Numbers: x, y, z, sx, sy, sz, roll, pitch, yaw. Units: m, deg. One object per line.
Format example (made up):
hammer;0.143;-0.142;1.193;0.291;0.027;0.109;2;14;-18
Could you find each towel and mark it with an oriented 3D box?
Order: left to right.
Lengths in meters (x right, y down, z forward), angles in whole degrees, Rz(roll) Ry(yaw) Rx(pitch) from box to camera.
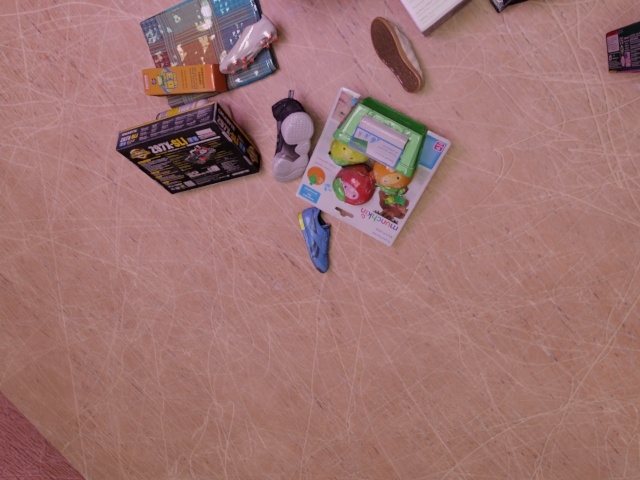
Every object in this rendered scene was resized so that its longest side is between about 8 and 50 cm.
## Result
towel;-0.324;-0.560;1.385;0.370;0.040;0.272;-13;103;19

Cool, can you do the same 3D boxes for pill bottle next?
pill bottle;-0.376;-0.346;1.426;0.214;0.117;0.117;-11;104;18

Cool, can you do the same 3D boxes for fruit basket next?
fruit basket;0.127;-0.189;1.320;0.327;0.165;0.353;29;116;4

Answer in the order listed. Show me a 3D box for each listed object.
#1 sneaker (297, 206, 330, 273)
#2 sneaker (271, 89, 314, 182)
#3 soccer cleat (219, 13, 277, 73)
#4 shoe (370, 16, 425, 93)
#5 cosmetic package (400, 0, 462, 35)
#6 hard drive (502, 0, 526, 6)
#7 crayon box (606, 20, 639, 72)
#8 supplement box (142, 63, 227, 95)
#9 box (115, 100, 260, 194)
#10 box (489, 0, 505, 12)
sneaker;0.000;0.000;1.465;0.082;0.069;0.209;-14;103;15
sneaker;-0.089;-0.296;1.377;0.101;0.153;0.269;-4;147;-19
soccer cleat;-0.202;-0.529;1.309;0.196;0.068;0.076;-31;82;22
shoe;0.205;-0.487;1.263;0.076;0.058;0.219;-27;96;52
cosmetic package;0.258;-0.616;1.150;0.151;0.151;0.184;-34;95;22
hard drive;0.553;-0.687;1.056;0.338;0.064;0.237;-15;99;8
crayon box;0.796;-0.422;0.953;0.313;0.363;0.106;-9;105;17
supplement box;-0.390;-0.458;1.379;0.233;0.080;0.078;2;106;19
box;-0.372;-0.255;1.391;0.321;0.257;0.079;-11;60;18
box;0.449;-0.679;1.135;0.184;0.045;0.191;-34;96;18
